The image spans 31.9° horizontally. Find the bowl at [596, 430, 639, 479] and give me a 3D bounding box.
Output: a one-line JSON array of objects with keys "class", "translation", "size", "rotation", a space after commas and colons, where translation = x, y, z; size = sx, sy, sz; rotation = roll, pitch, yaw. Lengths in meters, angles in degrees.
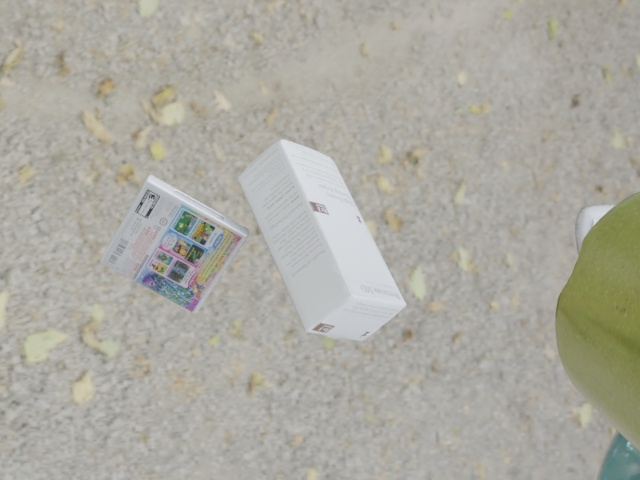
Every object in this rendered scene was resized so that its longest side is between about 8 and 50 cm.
[{"class": "bowl", "translation": [0.474, 0.263, 1.245], "size": [0.163, 0.311, 0.311], "rotation": [39, 52, -10]}]

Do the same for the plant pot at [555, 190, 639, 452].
[{"class": "plant pot", "translation": [0.292, 0.076, 0.707], "size": [0.276, 0.254, 0.276], "rotation": [-6, 106, -21]}]

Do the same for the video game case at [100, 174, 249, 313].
[{"class": "video game case", "translation": [-0.186, 0.008, 1.415], "size": [0.143, 0.157, 0.019], "rotation": [29, 36, -10]}]

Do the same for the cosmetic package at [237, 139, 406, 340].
[{"class": "cosmetic package", "translation": [0.000, 0.000, 1.338], "size": [0.117, 0.085, 0.231], "rotation": [13, 43, -52]}]

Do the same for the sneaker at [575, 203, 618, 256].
[{"class": "sneaker", "translation": [0.375, -0.034, 1.084], "size": [0.137, 0.210, 0.366], "rotation": [-4, 115, -65]}]
